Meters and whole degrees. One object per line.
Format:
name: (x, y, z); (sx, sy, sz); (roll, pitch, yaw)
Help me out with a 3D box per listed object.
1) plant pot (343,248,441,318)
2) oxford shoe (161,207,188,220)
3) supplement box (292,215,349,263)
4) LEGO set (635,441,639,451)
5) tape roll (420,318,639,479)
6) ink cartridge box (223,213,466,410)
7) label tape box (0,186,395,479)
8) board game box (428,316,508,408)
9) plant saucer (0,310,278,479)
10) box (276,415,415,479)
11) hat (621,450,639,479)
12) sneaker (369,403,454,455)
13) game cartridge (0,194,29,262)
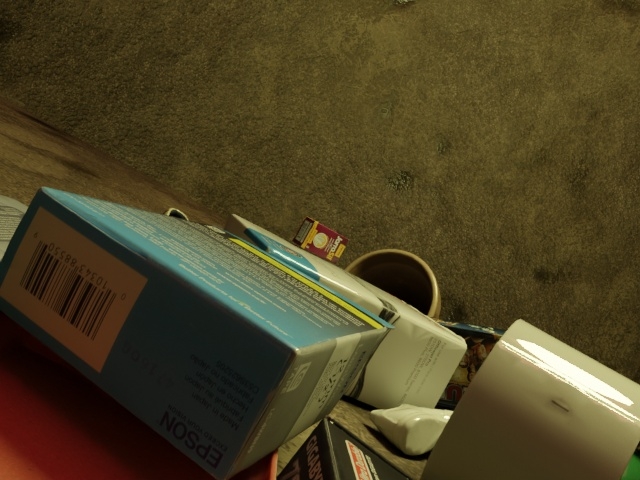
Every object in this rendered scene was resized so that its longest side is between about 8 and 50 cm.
plant pot: (0.184, 0.186, 1.501); (0.263, 0.263, 0.229); (31, -14, 36)
oxford shoe: (-0.138, 0.073, 0.773); (0.397, 0.146, 0.140); (32, 1, 38)
supplement box: (0.000, 0.000, 1.105); (0.083, 0.055, 0.043); (27, 1, -31)
LEGO set: (0.432, 0.319, 0.980); (0.192, 0.255, 0.331); (7, -2, -8)
tape roll: (0.253, 0.240, 0.726); (0.169, 0.246, 0.246); (31, 3, 24)
ink cartridge box: (0.007, 0.131, 1.054); (0.395, 0.166, 0.285); (27, 2, -22)
label tape box: (-0.087, 0.073, 0.595); (0.249, 0.115, 0.347); (29, 3, 18)
board game box: (0.296, 0.245, 1.169); (0.243, 0.165, 0.042); (8, 12, 17)
plant saucer: (-0.155, 0.138, 0.425); (0.258, 0.048, 0.259); (29, 1, -4)
box: (0.109, 0.254, 0.328); (0.293, 0.073, 0.295); (39, 1, -6)
hat: (0.483, 0.437, 1.003); (0.173, 0.208, 0.183); (5, 24, 20)
sneaker: (0.161, 0.281, 0.925); (0.212, 0.080, 0.094); (26, -8, -41)
game cartridge: (-0.389, -0.007, 0.695); (0.196, 0.060, 0.294); (33, 2, 5)
